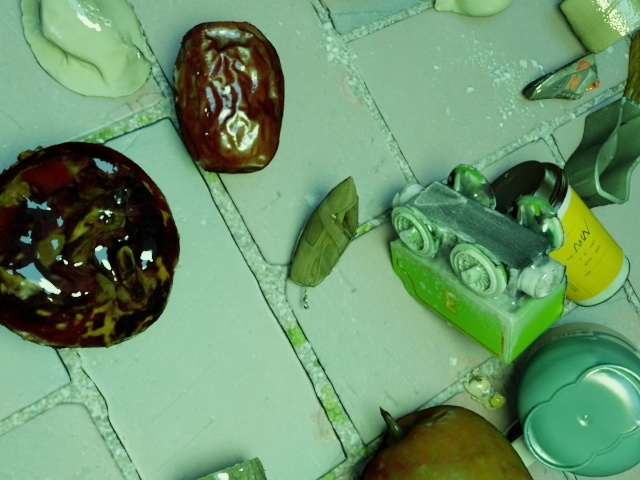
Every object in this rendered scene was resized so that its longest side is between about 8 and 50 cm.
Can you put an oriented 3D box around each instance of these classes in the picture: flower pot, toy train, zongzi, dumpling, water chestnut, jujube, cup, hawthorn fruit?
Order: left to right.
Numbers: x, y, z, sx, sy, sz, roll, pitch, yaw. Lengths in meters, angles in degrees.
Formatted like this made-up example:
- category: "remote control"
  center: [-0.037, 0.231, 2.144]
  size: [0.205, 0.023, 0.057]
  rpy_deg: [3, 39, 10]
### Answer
- category: "dumpling"
  center: [-0.380, -0.329, 0.962]
  size: [0.172, 0.142, 0.247]
  rpy_deg: [-33, 100, 15]
- category: "water chestnut"
  center: [-0.324, 0.001, 0.833]
  size: [0.299, 0.300, 0.300]
  rpy_deg: [3, 80, -18]
- category: "jujube"
  center: [-0.147, -0.230, 0.990]
  size: [0.183, 0.183, 0.243]
  rpy_deg: [-4, 89, -19]
- category: "zongzi"
  center: [0.000, 0.000, 0.988]
  size: [0.081, 0.178, 0.189]
  rpy_deg: [29, 73, 7]
- category: "hawthorn fruit"
  center: [0.185, 0.381, 0.946]
  size: [0.267, 0.268, 0.301]
  rpy_deg: [-24, 73, -20]
- category: "toy train"
  center: [0.253, 0.029, 1.008]
  size: [0.173, 0.249, 0.307]
  rpy_deg: [-35, 47, -21]
- category: "dumpling"
  center: [0.332, -0.523, 1.207]
  size: [0.228, 0.151, 0.124]
  rpy_deg: [-21, 61, -20]
- category: "cup"
  center: [0.429, -0.008, 1.133]
  size: [0.279, 0.196, 0.196]
  rpy_deg: [37, 71, -17]
- category: "cup"
  center: [0.419, 0.281, 1.031]
  size: [0.289, 0.257, 0.219]
  rpy_deg: [-43, 75, 19]
- category: "flower pot"
  center: [0.579, -0.168, 1.244]
  size: [0.103, 0.108, 0.229]
  rpy_deg: [33, 73, -10]

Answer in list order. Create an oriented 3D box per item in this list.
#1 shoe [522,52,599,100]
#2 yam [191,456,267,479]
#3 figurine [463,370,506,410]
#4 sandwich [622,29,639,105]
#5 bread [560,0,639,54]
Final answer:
- category: "shoe"
  center: [0.506, -0.321, 1.268]
  size: [0.194, 0.074, 0.077]
  rpy_deg: [-29, 95, -23]
- category: "yam"
  center: [-0.096, 0.471, 0.903]
  size: [0.133, 0.133, 0.330]
  rpy_deg: [-24, 93, -20]
- category: "figurine"
  center: [0.301, 0.275, 1.106]
  size: [0.083, 0.050, 0.047]
  rpy_deg: [44, 76, -6]
- category: "sandwich"
  center: [0.805, -0.318, 1.351]
  size: [0.273, 0.095, 0.249]
  rpy_deg: [21, 75, -13]
- category: "bread"
  center: [0.586, -0.484, 1.281]
  size: [0.134, 0.148, 0.141]
  rpy_deg: [-37, 96, 17]
